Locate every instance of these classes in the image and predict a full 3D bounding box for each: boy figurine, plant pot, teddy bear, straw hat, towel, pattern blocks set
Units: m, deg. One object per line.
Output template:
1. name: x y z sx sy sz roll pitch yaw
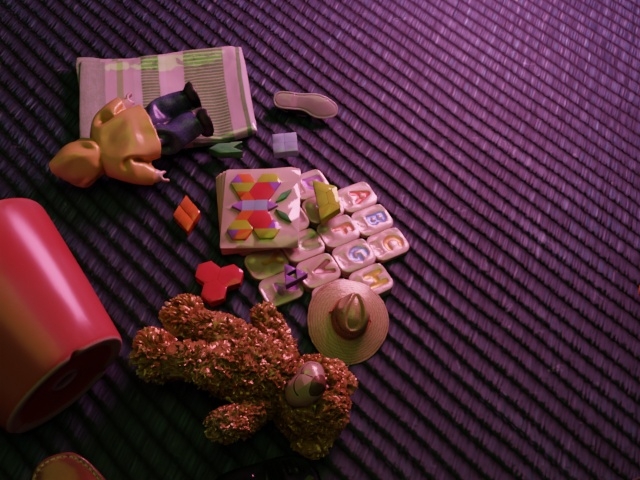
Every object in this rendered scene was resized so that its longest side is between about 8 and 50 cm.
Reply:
1. boy figurine: -0.328 -0.166 1.443 0.285 0.092 0.177 -29 82 -12
2. plant pot: -0.432 0.117 1.164 0.243 0.275 0.275 45 62 12
3. teddy bear: -0.110 0.182 1.207 0.338 0.113 0.245 34 38 24
4. straw hat: 0.050 0.119 1.303 0.145 0.061 0.144 4 66 -9
5. towel: -0.295 -0.271 1.570 0.325 0.038 0.247 -6 57 -11
6. pattern blocks set: -0.108 -0.053 1.424 0.286 0.026 0.324 -14 57 -7

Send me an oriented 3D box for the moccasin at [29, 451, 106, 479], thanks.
1. moccasin: -0.280 0.434 1.012 0.139 0.147 0.380 -13 58 -15

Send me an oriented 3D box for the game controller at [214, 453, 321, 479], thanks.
1. game controller: -0.049 0.445 1.093 0.167 0.067 0.319 -18 57 -1

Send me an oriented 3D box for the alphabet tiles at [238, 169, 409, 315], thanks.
1. alphabet tiles: 0.000 0.000 1.423 0.278 0.021 0.284 -21 59 -19

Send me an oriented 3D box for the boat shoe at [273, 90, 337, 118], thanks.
1. boat shoe: -0.029 -0.259 1.589 0.125 0.038 0.046 7 90 0

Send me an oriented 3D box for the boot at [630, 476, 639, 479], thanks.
1. boot: 0.454 0.409 1.175 0.106 0.037 0.114 -33 60 -10

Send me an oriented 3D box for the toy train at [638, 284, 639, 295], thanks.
1. toy train: 0.608 0.116 1.393 0.125 0.046 0.166 -17 62 -18
